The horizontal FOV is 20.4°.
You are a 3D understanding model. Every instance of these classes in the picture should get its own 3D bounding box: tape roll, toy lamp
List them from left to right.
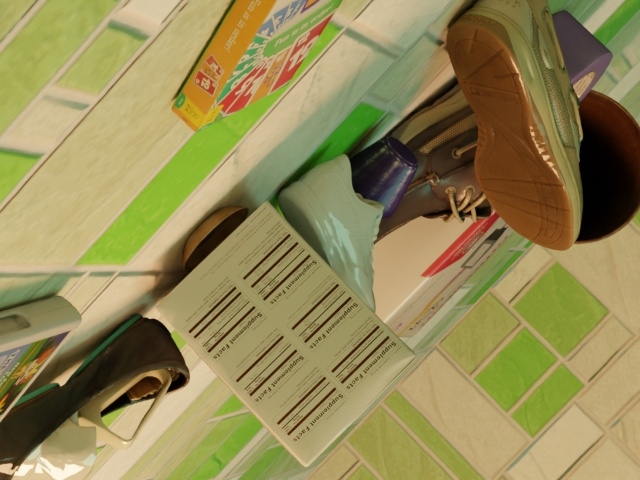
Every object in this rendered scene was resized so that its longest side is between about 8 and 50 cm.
[{"bbox_3d":[0.000,0.000,1.910,0.275,0.080,0.080,-48,169,19],"label":"toy lamp"},{"bbox_3d":[0.268,-0.188,2.193,0.189,0.080,0.189,-43,170,-10],"label":"tape roll"}]

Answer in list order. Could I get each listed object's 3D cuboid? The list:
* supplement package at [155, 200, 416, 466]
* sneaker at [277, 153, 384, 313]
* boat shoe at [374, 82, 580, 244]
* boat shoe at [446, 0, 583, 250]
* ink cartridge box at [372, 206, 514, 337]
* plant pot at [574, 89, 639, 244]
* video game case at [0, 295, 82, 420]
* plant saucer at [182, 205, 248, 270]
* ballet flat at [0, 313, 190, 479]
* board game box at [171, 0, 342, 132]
[{"bbox_3d":[-0.034,0.091,1.710,0.149,0.203,0.194,-44,179,-5],"label":"supplement package"},{"bbox_3d":[0.033,0.001,1.832,0.094,0.080,0.212,-42,138,-19],"label":"sneaker"},{"bbox_3d":[0.155,-0.089,2.002,0.355,0.130,0.132,-43,169,-11],"label":"boat shoe"},{"bbox_3d":[0.230,-0.128,1.879,0.110,0.121,0.341,-51,142,-27],"label":"boat shoe"},{"bbox_3d":[0.121,0.006,2.235,0.226,0.131,0.306,-46,168,7],"label":"ink cartridge box"},{"bbox_3d":[0.326,-0.093,2.518,0.215,0.215,0.230,-43,-176,-10],"label":"plant pot"},{"bbox_3d":[-0.357,0.185,1.376,0.329,0.036,0.300,-50,168,18],"label":"video game case"},{"bbox_3d":[-0.102,-0.006,1.663,0.083,0.015,0.083,-43,169,-10],"label":"plant saucer"},{"bbox_3d":[-0.222,0.163,1.628,0.280,0.096,0.095,-36,166,-39],"label":"ballet flat"},{"bbox_3d":[-0.010,-0.191,1.278,0.124,0.039,0.259,-33,162,-49],"label":"board game box"}]
